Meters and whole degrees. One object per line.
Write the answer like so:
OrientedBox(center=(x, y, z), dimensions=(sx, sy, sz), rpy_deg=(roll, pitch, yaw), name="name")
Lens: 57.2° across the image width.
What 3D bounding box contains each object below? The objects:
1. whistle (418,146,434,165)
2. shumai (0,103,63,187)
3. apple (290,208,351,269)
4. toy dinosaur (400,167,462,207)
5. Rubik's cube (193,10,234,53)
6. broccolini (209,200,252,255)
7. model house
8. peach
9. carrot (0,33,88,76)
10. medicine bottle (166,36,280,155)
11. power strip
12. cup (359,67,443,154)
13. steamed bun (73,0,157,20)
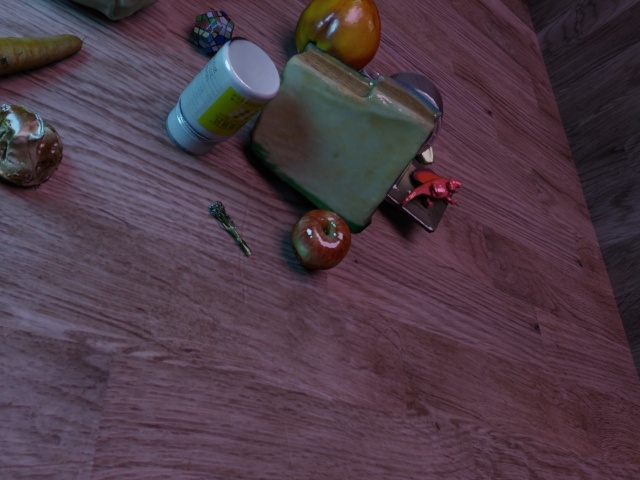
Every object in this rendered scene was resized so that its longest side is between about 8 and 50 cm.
OrientedBox(center=(0.311, -0.397, 1.967), dimensions=(0.141, 0.141, 0.294), rpy_deg=(-26, 105, -50), name="whistle")
OrientedBox(center=(-0.498, -0.171, 0.992), dimensions=(0.145, 0.116, 0.146), rpy_deg=(26, 49, -34), name="shumai")
OrientedBox(center=(0.000, 0.000, 1.376), dimensions=(0.146, 0.131, 0.146), rpy_deg=(10, 61, -18), name="apple")
OrientedBox(center=(0.304, -0.167, 1.709), dimensions=(0.286, 0.070, 0.139), rpy_deg=(-9, 56, -37), name="toy dinosaur")
OrientedBox(center=(-0.265, -0.517, 1.457), dimensions=(0.111, 0.093, 0.111), rpy_deg=(23, 51, -32), name="Rubik's cube")
OrientedBox(center=(-0.193, -0.026, 1.288), dimensions=(0.140, 0.030, 0.035), rpy_deg=(56, 4, -11), name="broccolini")
OrientedBox(center=(0.056, -0.285, 1.498), dimensions=(0.382, 0.335, 0.343), rpy_deg=(33, 25, -4), name="model house")
OrientedBox(center=(0.061, -0.603, 1.703), dimensions=(0.238, 0.281, 0.281), rpy_deg=(47, 41, 2), name="peach")
OrientedBox(center=(-0.542, -0.358, 1.106), dimensions=(0.078, 0.078, 0.298), rpy_deg=(54, 36, -5), name="carrot")
OrientedBox(center=(-0.214, -0.296, 1.247), dimensions=(0.143, 0.258, 0.144), rpy_deg=(24, 53, -35), name="medicine bottle")
OrientedBox(center=(0.260, -0.152, 1.765), dimensions=(0.251, 0.092, 0.257), rpy_deg=(43, 43, -5), name="power strip")
OrientedBox(center=(0.249, -0.408, 1.756), dimensions=(0.273, 0.208, 0.288), rpy_deg=(-66, 135, -64), name="cup")
OrientedBox(center=(-0.428, -0.663, 1.213), dimensions=(0.352, 0.247, 0.339), rpy_deg=(24, 65, -50), name="steamed bun")
